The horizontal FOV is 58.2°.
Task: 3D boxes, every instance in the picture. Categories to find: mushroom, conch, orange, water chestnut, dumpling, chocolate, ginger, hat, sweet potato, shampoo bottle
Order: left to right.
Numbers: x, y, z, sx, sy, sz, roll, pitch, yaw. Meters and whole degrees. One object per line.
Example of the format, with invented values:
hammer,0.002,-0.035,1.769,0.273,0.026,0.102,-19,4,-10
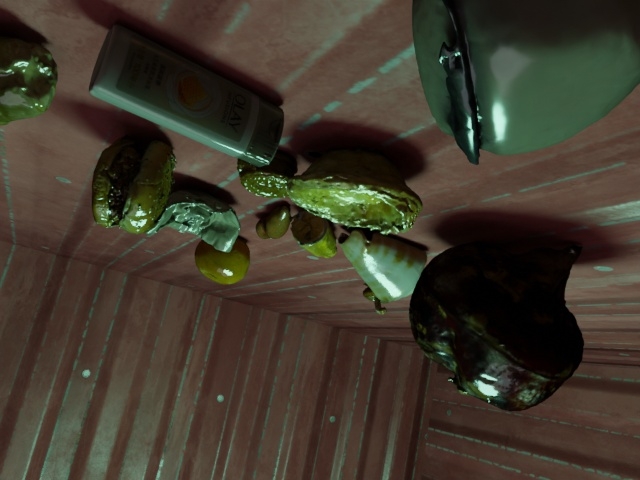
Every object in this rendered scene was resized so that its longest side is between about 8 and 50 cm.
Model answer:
ginger,-0.461,-0.211,0.731,0.263,0.109,0.116,11,169,6
hat,-0.293,-0.073,1.238,0.214,0.149,0.244,15,-156,-46
shampoo bottle,-0.153,-0.167,0.694,0.228,0.086,0.056,22,165,-32
orange,-0.262,0.046,1.562,0.155,0.134,0.154,22,149,14
sweet potato,-0.100,-0.033,1.242,0.055,0.058,0.202,18,162,-17
chocolate,0.000,0.000,1.256,0.086,0.085,0.219,8,168,16
mushroom,0.188,0.181,1.794,0.088,0.072,0.129,37,-171,-30
conch,0.139,0.066,1.291,0.255,0.127,0.158,21,164,-32
water chestnut,0.352,0.130,1.088,0.335,0.335,0.347,21,122,-32
dumpling,0.161,-0.147,0.386,0.205,0.163,0.293,11,155,20

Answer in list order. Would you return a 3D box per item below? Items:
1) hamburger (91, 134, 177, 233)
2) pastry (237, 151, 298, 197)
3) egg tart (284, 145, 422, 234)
hamburger,-0.307,-0.091,0.975,0.114,0.177,0.185,7,139,-6
pastry,-0.084,-0.110,0.935,0.109,0.057,0.097,15,160,-22
egg tart,0.054,-0.077,0.875,0.213,0.090,0.212,11,164,3
